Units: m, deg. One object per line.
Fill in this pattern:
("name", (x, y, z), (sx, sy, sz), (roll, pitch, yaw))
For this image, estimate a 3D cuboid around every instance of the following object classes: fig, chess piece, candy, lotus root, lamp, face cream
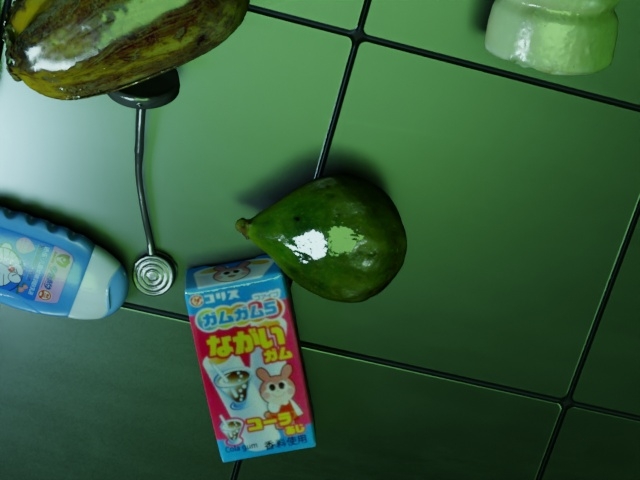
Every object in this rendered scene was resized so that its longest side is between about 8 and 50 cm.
("fig", (0.000, 0.000, 1.885), (0.245, 0.195, 0.195), (-1, 111, -13))
("chess piece", (0.343, -0.457, 1.735), (0.234, 0.234, 0.442), (5, 115, -6))
("candy", (-0.107, 0.183, 1.994), (0.157, 0.100, 0.306), (-9, 109, 0))
("lotus root", (-0.251, -0.324, 1.743), (0.397, 0.179, 0.196), (-21, 67, 3))
("lamp", (-0.267, -0.080, 1.881), (0.130, 0.108, 0.371), (7, 110, -2))
("face cream", (-0.418, 0.043, 1.930), (0.264, 0.083, 0.149), (20, 111, -11))
